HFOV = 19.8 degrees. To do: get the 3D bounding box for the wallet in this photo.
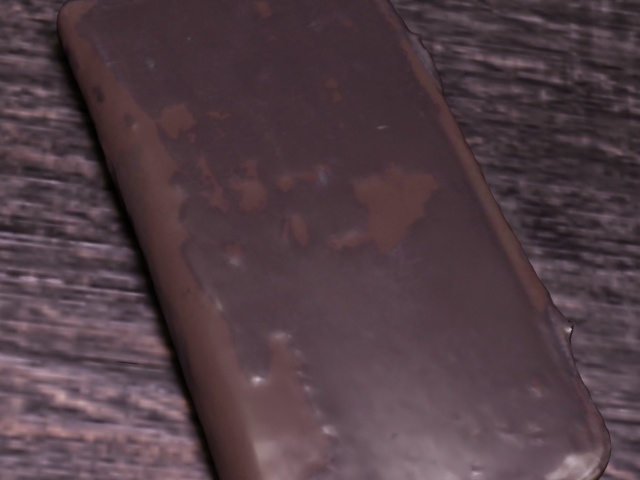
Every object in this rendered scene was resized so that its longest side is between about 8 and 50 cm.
[{"bbox_3d":[0.000,0.000,0.808,0.165,0.042,0.309,-13,58,-18],"label":"wallet"}]
